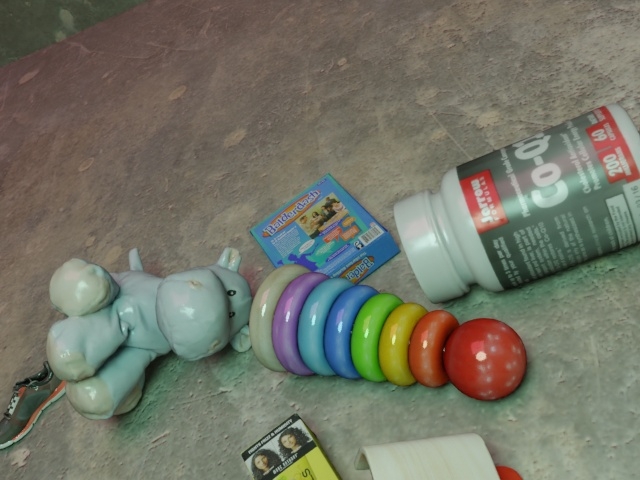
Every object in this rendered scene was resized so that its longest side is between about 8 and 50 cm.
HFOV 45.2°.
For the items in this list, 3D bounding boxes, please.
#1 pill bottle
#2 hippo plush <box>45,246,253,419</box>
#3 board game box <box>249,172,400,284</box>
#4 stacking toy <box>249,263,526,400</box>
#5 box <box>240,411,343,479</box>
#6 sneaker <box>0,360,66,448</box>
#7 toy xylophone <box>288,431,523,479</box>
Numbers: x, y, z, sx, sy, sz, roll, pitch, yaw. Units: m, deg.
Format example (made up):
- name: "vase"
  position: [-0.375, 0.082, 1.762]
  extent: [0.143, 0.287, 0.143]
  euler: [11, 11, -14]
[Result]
- name: "pill bottle"
  position: [0.241, -0.035, 0.911]
  extent: [0.283, 0.161, 0.161]
  euler: [-22, 39, 15]
- name: "hippo plush"
  position: [-0.214, 0.130, 1.080]
  extent: [0.236, 0.234, 0.294]
  euler: [-2, 2, 11]
- name: "board game box"
  position: [0.000, 0.000, 1.145]
  extent: [0.160, 0.047, 0.210]
  euler: [-36, 38, -2]
- name: "stacking toy"
  position: [0.082, 0.117, 0.908]
  extent: [0.330, 0.141, 0.141]
  euler: [8, 53, 33]
- name: "box"
  position: [-0.003, 0.293, 0.816]
  extent: [0.087, 0.058, 0.232]
  euler: [-35, 38, -4]
- name: "sneaker"
  position: [-0.467, 0.250, 1.201]
  extent: [0.061, 0.065, 0.158]
  euler: [19, 61, 47]
- name: "toy xylophone"
  position: [0.088, 0.293, 0.661]
  extent: [0.236, 0.081, 0.323]
  euler: [1, 41, -3]
